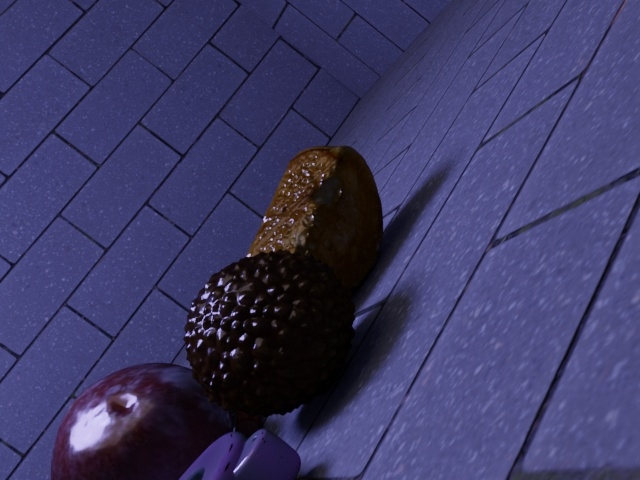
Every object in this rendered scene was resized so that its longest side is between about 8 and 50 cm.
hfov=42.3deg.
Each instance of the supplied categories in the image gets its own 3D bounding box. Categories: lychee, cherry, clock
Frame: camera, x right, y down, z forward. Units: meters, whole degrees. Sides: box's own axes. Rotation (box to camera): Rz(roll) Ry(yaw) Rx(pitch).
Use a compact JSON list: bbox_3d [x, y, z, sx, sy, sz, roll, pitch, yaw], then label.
[{"bbox_3d":[-0.061,0.104,0.948,0.200,0.200,0.238,-55,21,-19],"label":"lychee"},{"bbox_3d":[-0.229,0.271,1.068,0.285,0.213,0.236,-28,45,33],"label":"cherry"},{"bbox_3d":[-0.124,0.300,0.799,0.248,0.090,0.227,-54,8,-25],"label":"clock"}]

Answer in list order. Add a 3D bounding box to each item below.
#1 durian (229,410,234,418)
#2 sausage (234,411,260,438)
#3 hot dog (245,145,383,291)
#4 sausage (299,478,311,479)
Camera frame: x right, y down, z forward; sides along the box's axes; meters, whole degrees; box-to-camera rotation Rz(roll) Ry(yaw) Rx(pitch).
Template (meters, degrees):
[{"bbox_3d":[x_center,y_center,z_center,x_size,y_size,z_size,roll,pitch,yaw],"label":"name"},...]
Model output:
[{"bbox_3d":[-0.175,0.257,1.315,0.110,0.071,0.140,-14,63,37],"label":"durian"},{"bbox_3d":[-0.099,0.240,1.141,0.034,0.034,0.129,-52,7,3],"label":"sausage"},{"bbox_3d":[0.000,0.000,1.174,0.150,0.153,0.257,0,58,44],"label":"hot dog"},{"bbox_3d":[-0.015,0.231,0.660,0.031,0.031,0.107,-51,7,15],"label":"sausage"}]
